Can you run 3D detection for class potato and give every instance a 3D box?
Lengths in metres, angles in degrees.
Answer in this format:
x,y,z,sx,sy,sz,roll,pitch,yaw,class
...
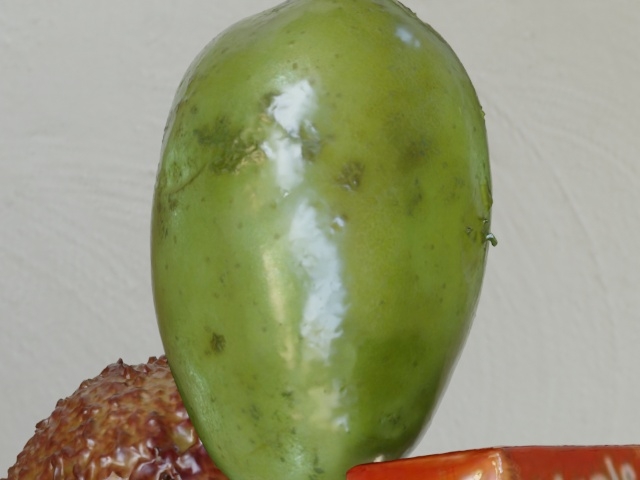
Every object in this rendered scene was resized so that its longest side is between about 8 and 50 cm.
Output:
x,y,z,sx,sy,sz,roll,pitch,yaw,class
-0.002,-0.001,0.844,0.216,0.216,0.304,6,96,-63,potato

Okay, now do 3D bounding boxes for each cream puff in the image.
x,y,z,sx,sy,sz,roll,pitch,yaw,class
-0.138,0.249,1.076,0.350,0.228,0.350,-177,-90,-82,cream puff

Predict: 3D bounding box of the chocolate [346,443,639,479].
x,y,z,sx,sy,sz,roll,pitch,yaw,class
0.148,0.217,0.754,0.237,0.108,0.235,7,61,-39,chocolate
